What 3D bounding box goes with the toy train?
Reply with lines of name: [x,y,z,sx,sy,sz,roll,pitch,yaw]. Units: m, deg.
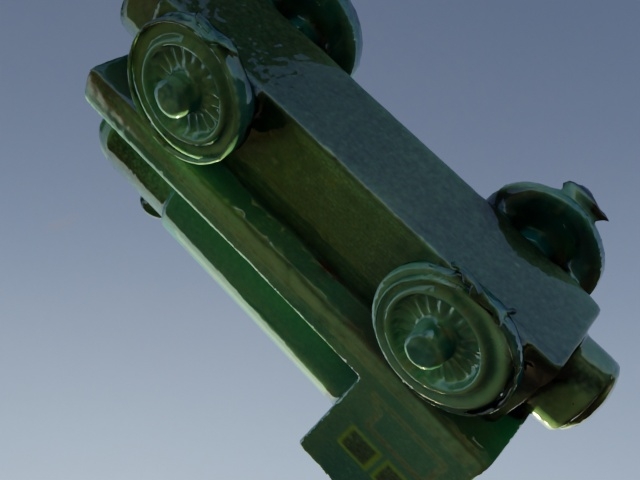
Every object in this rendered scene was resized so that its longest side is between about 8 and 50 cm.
toy train: [0.000,0.000,0.428,0.298,0.120,0.194,45,-42,10]
